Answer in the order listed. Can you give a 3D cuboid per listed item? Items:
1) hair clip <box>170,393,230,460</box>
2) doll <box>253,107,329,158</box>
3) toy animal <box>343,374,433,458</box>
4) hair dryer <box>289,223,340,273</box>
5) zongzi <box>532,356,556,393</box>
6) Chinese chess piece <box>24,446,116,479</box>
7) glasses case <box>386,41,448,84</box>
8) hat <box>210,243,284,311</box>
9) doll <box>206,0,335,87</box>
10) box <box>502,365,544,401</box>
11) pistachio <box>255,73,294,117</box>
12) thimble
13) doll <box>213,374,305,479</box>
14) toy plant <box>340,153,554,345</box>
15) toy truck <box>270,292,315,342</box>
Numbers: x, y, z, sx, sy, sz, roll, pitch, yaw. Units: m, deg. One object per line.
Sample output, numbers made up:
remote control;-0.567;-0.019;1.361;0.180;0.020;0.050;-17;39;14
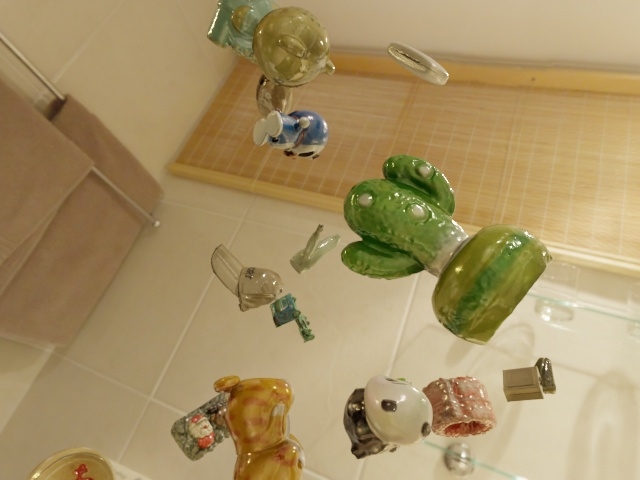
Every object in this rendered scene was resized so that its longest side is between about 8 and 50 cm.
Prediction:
hair clip;-0.299;0.531;1.220;0.138;0.091;0.321;48;21;11
doll;-0.082;-0.334;1.258;0.216;0.160;0.257;-1;9;42
toy animal;0.198;0.499;1.167;0.213;0.212;0.266;30;-51;-17
hair dryer;0.000;0.000;1.334;0.075;0.207;0.237;47;-26;17
zongzi;0.614;0.391;1.163;0.114;0.103;0.052;-9;-50;25
Chinese chess piece;-0.723;0.732;1.147;0.251;0.250;0.097;35;-40;-28
glasses case;0.280;-0.520;1.169;0.092;0.059;0.233;8;33;-41
hat;-0.164;0.071;0.904;0.175;0.085;0.147;52;12;-13
doll;-0.097;-0.440;0.874;0.261;0.161;0.177;41;21;24
box;0.473;0.334;0.932;0.084;0.079;0.035;-17;-77;29
pistachio;-0.158;-0.505;1.400;0.136;0.135;0.226;21;-19;3
thimble;0.488;0.590;1.420;0.240;0.162;0.239;-2;-41;-1
doll;-0.117;0.417;0.842;0.163;0.269;0.166;-12;-27;-14
toy plant;0.171;0.006;0.637;0.316;0.224;0.184;40;-4;25
toy truck;-0.078;0.228;1.114;0.082;0.067;0.175;-24;-50;0
